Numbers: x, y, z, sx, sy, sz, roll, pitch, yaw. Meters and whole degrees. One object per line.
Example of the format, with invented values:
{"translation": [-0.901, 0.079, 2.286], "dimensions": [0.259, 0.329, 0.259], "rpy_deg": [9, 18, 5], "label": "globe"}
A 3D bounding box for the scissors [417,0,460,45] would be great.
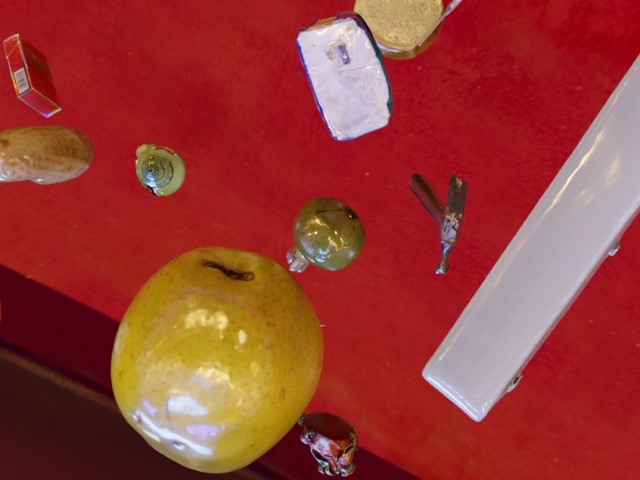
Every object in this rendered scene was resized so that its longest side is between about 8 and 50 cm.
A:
{"translation": [0.231, -0.420, 1.444], "dimensions": [0.015, 0.100, 0.189], "rpy_deg": [41, 68, -3], "label": "scissors"}

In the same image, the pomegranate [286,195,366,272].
{"translation": [0.011, 0.004, 1.851], "dimensions": [0.179, 0.179, 0.210], "rpy_deg": [21, 105, -4], "label": "pomegranate"}

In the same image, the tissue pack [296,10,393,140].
{"translation": [0.054, -0.314, 1.432], "dimensions": [0.137, 0.269, 0.209], "rpy_deg": [-20, 105, 12], "label": "tissue pack"}

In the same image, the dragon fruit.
{"translation": [0.022, 0.471, 1.805], "dimensions": [0.138, 0.142, 0.174], "rpy_deg": [-13, 93, -36], "label": "dragon fruit"}

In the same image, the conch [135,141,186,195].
{"translation": [-0.273, -0.122, 1.321], "dimensions": [0.080, 0.201, 0.094], "rpy_deg": [-34, 107, -12], "label": "conch"}

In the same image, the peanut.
{"translation": [-0.476, -0.141, 1.316], "dimensions": [0.108, 0.226, 0.095], "rpy_deg": [-44, 78, 24], "label": "peanut"}

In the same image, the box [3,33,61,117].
{"translation": [-0.689, -0.392, 1.863], "dimensions": [0.048, 0.112, 0.175], "rpy_deg": [-27, 65, 10], "label": "box"}

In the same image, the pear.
{"translation": [-0.178, 0.209, 1.359], "dimensions": [0.363, 0.362, 0.418], "rpy_deg": [15, 115, -4], "label": "pear"}

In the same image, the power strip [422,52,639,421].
{"translation": [0.197, -0.044, 0.524], "dimensions": [0.062, 0.091, 0.385], "rpy_deg": [36, 110, 18], "label": "power strip"}

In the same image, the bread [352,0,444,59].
{"translation": [0.192, -0.563, 1.926], "dimensions": [0.236, 0.070, 0.236], "rpy_deg": [-2, 81, 10], "label": "bread"}

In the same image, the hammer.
{"translation": [0.156, -0.051, 1.097], "dimensions": [0.027, 0.297, 0.125], "rpy_deg": [11, 105, -5], "label": "hammer"}
